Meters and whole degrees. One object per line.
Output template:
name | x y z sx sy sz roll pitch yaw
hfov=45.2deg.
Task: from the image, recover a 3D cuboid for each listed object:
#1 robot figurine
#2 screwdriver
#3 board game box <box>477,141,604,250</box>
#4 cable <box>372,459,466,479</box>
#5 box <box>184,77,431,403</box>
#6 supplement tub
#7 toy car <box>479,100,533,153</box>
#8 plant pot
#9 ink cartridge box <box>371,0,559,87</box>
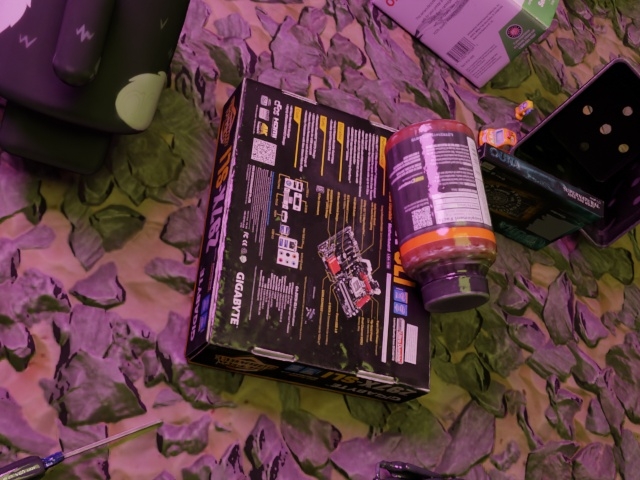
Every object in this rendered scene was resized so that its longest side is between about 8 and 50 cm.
robot figurine | -0.226 -0.209 0.737 0.209 0.278 0.173 28 15 29
screwdriver | -0.222 0.190 0.701 0.170 0.024 0.025 -19 50 -39
board game box | 0.247 -0.052 0.986 0.186 0.126 0.026 24 60 -18
cable | 0.117 0.320 0.803 0.184 0.047 0.150 26 59 -17
box | 0.000 0.000 0.864 0.257 0.079 0.322 16 62 -24
supplement tub | 0.132 -0.024 0.836 0.106 0.106 0.198 4 67 -26
toy car | 0.268 -0.169 1.100 0.060 0.040 0.122 31 58 -13
plant pot | 0.399 -0.137 1.064 0.187 0.188 0.167 45 28 -4
ink cartridge box | 0.199 -0.337 1.070 0.208 0.153 0.087 36 56 -11
